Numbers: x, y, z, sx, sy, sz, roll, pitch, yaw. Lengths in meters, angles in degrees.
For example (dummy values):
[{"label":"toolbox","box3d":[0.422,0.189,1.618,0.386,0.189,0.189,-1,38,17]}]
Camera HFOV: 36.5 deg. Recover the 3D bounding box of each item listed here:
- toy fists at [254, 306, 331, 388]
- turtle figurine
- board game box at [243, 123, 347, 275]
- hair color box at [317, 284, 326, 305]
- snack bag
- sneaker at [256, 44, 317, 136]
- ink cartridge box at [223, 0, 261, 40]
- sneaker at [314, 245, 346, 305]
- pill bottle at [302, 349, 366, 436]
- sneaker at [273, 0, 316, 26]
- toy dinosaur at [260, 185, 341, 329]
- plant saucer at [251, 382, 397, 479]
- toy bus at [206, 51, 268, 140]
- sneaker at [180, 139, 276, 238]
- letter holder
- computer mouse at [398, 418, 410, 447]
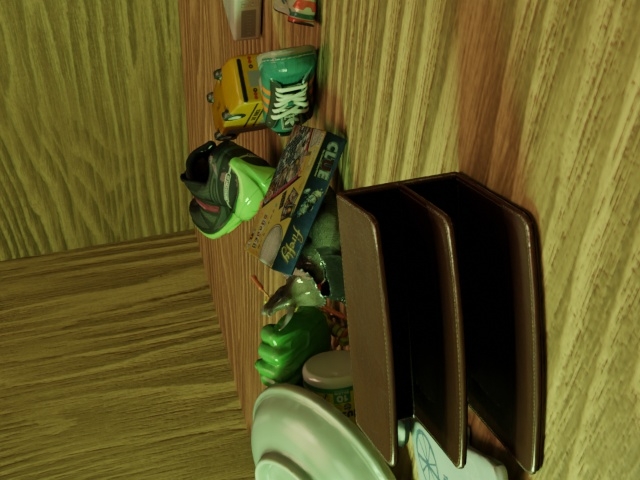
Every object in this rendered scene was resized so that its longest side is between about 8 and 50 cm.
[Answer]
[{"label":"toy fists","box3d":[-0.050,0.254,1.791,0.096,0.142,0.279,17,130,30]},{"label":"turtle figurine","box3d":[-0.020,0.166,1.884,0.270,0.087,0.217,20,132,38]},{"label":"board game box","box3d":[-0.046,-0.074,1.653,0.243,0.042,0.165,-67,24,3]},{"label":"hair color box","box3d":[-0.028,0.097,2.007,0.072,0.043,0.141,97,158,-54]},{"label":"snack bag","box3d":[0.200,0.391,1.242,0.342,0.037,0.322,174,86,-78]},{"label":"sneaker","box3d":[-0.053,-0.261,1.720,0.302,0.108,0.121,130,129,-84]},{"label":"ink cartridge box","box3d":[-0.184,-0.627,2.086,0.296,0.066,0.261,97,159,-52]},{"label":"sneaker","box3d":[0.039,0.081,1.591,0.051,0.089,0.170,-117,21,-53]},{"label":"pill bottle","box3d":[0.034,0.312,1.729,0.117,0.118,0.208,-129,32,-65]},{"label":"sneaker","box3d":[-0.038,-0.418,1.657,0.161,0.057,0.075,-120,40,-61]},{"label":"toy dinosaur","box3d":[0.000,0.000,1.699,0.313,0.121,0.160,-64,24,9]},{"label":"plant saucer","box3d":[-0.008,0.440,1.672,0.400,0.101,0.400,34,142,33]},{"label":"toy bus","box3d":[-0.165,-0.306,2.102,0.333,0.130,0.108,146,112,-76]},{"label":"sneaker","box3d":[-0.225,-0.138,2.278,0.202,0.185,0.483,46,159,-7]},{"label":"letter holder","box3d":[0.131,0.102,1.062,0.214,0.152,0.301,-135,37,-66]},{"label":"computer mouse","box3d":[0.085,0.216,1.470,0.184,0.060,0.262,93,173,-47]}]
